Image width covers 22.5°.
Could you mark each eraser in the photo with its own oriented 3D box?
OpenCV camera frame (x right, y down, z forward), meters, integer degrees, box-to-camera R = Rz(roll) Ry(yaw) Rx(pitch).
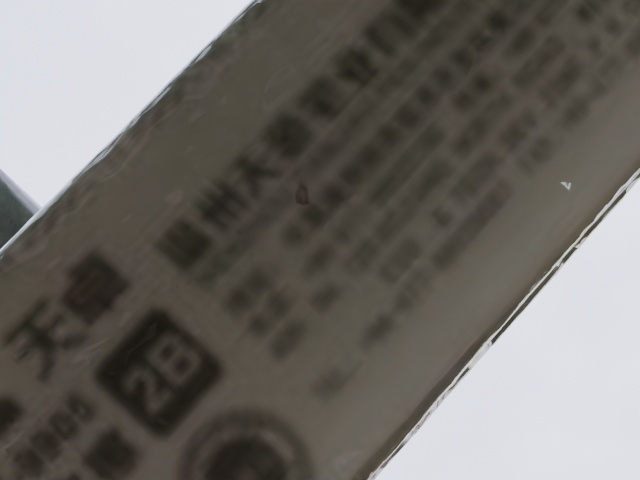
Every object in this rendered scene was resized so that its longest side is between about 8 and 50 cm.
[{"bbox_3d":[0.000,0.000,0.399,0.098,0.096,0.404,43,-102,1],"label":"eraser"}]

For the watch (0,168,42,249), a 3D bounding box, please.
[{"bbox_3d":[-0.219,-0.033,0.900,0.068,0.193,0.206,-51,-43,-6],"label":"watch"}]
